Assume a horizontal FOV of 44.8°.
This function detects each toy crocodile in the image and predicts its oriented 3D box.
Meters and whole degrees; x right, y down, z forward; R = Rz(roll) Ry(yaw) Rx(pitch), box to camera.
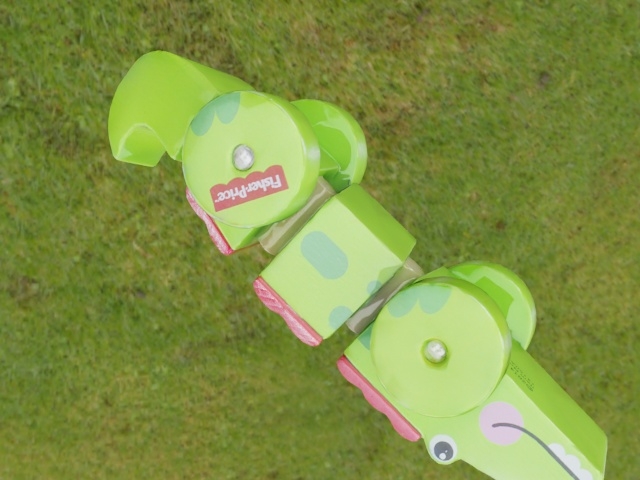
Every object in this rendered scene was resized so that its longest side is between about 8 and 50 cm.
[{"bbox_3d":[0.017,0.017,0.417,0.105,0.340,0.115,-48,171,19],"label":"toy crocodile"}]
